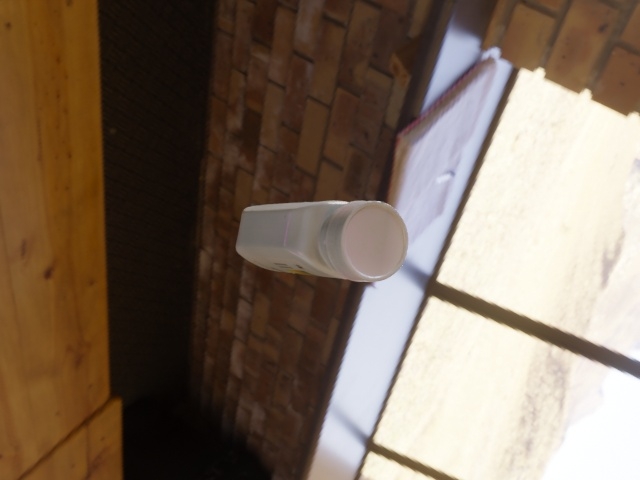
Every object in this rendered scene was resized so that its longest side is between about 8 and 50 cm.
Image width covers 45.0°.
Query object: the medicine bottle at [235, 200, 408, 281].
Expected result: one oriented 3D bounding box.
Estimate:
[{"bbox_3d":[0.000,0.000,1.116,0.161,0.296,0.111,13,83,-30],"label":"medicine bottle"}]
